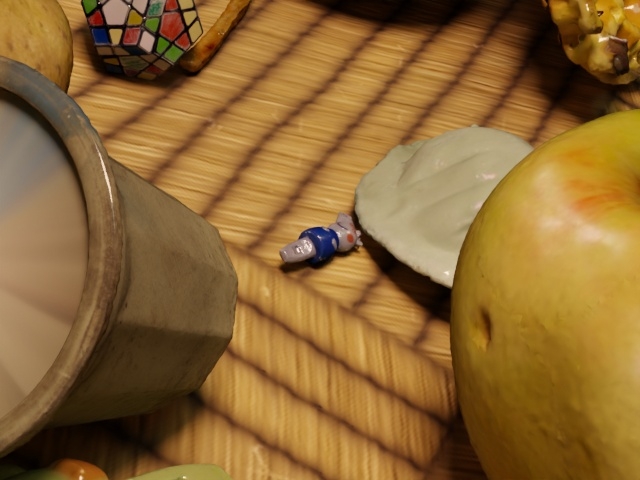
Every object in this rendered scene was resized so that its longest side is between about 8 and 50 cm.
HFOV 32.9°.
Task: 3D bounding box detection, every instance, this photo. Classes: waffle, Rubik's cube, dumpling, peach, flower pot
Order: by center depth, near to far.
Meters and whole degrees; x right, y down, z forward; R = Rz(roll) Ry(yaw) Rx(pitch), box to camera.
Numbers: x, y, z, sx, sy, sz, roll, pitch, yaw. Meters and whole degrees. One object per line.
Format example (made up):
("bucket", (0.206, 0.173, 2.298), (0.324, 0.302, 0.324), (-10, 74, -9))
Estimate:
("flower pot", (-0.159, 0.025, 0.611), (0.212, 0.212, 0.202), (43, 5, 21))
("peach", (0.236, 0.075, 0.664), (0.281, 0.315, 0.314), (-1, 21, 40))
("dumpling", (0.123, -0.015, 0.886), (0.153, 0.108, 0.219), (-35, 38, 4))
("Rubik's cube", (-0.155, -0.194, 0.939), (0.111, 0.111, 0.093), (33, 17, 11))
("waffle", (0.295, -0.349, 1.111), (0.095, 0.379, 0.382), (-1, 8, 29))

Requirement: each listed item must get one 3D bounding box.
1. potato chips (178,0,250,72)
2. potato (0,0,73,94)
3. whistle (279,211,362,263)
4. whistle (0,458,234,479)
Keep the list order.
("potato chips", (-0.093, -0.215, 1.041), (0.037, 0.026, 0.204), (19, 42, 0))
("potato", (-0.296, -0.125, 0.745), (0.266, 0.229, 0.229), (-8, 48, -51))
("whistle", (0.000, 0.000, 0.853), (0.083, 0.029, 0.033), (-20, 75, -42))
("whistle", (-0.148, 0.159, 0.545), (0.294, 0.141, 0.141), (-26, 60, -42))
